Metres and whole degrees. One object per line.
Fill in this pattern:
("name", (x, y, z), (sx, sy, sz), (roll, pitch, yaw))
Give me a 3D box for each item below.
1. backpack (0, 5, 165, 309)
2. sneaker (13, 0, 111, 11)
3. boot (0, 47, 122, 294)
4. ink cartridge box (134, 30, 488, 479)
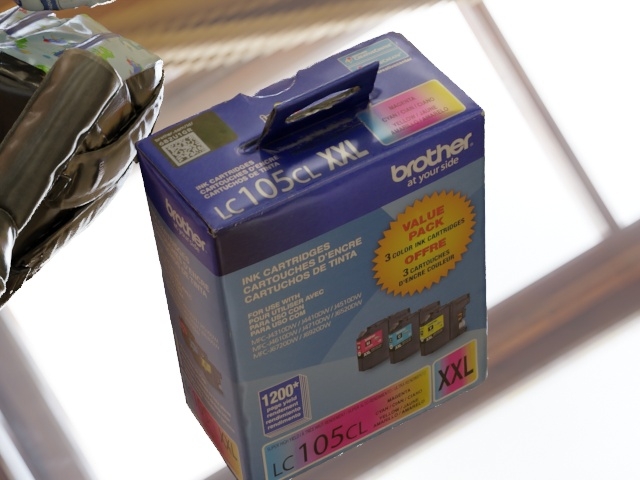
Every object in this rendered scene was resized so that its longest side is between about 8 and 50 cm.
("backpack", (-0.297, -0.112, 1.951), (0.273, 0.290, 0.355), (33, 30, 18))
("sneaker", (-0.290, -0.376, 1.895), (0.112, 0.131, 0.297), (149, -75, -73))
("boot", (-0.228, -0.056, 1.481), (0.076, 0.208, 0.189), (45, -9, -21))
("ink cartridge box", (0.000, 0.000, 1.633), (0.151, 0.270, 0.395), (46, -26, 42))
